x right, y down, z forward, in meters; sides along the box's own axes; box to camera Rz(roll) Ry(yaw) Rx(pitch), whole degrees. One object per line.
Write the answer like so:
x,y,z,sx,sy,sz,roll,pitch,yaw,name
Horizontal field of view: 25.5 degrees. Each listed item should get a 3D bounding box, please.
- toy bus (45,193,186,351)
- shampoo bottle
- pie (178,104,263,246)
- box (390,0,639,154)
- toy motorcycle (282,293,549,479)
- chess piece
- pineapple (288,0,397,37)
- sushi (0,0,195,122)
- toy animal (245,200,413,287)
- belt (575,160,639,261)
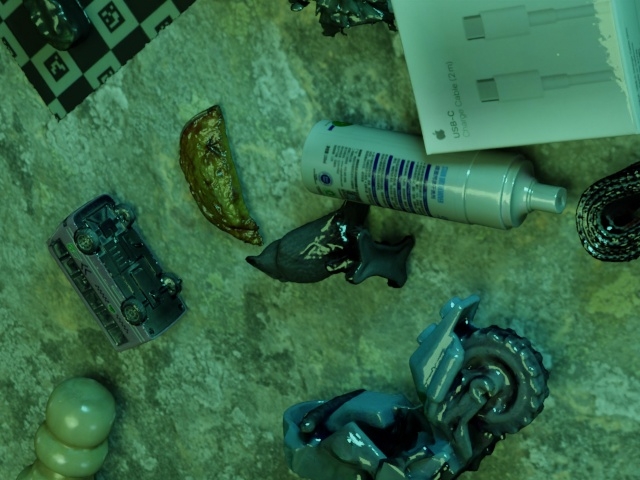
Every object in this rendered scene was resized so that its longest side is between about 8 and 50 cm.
-0.276,0.044,1.891,0.108,0.096,0.199,-27,99,41,toy bus
0.129,-0.072,1.595,0.303,0.092,0.092,11,117,26,shampoo bottle
-0.136,-0.074,1.792,0.088,0.033,0.191,-7,108,37,pie
0.216,-0.208,1.475,0.252,0.106,0.203,-3,112,33,box
0.090,0.223,1.708,0.232,0.172,0.416,47,126,15,toy motorcycle
-0.365,0.318,2.056,0.143,0.143,0.261,30,117,16,chess piece
-0.018,-0.332,1.548,0.158,0.158,0.278,-27,108,37,pineapple
-0.353,-0.367,1.766,0.343,0.064,0.359,-32,94,37,sushi
-0.003,-0.003,1.709,0.210,0.121,0.117,4,95,37,toy animal
0.408,-0.089,1.417,0.126,0.094,0.359,50,128,0,belt
